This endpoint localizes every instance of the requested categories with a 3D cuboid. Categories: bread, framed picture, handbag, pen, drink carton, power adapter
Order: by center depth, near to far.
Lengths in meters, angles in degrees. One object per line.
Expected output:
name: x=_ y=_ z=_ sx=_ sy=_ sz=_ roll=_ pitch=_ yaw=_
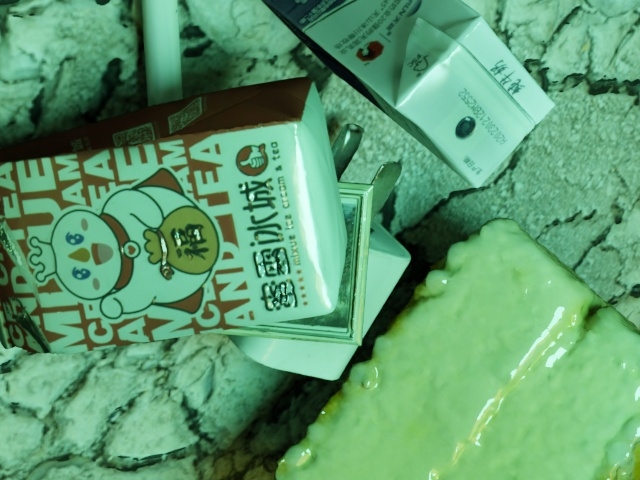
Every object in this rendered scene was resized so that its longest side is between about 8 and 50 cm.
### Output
handbag: x=-0.136 y=-0.019 z=1.323 sx=0.298 sy=0.151 sz=0.171 roll=-8 pitch=108 yaw=8
drink carton: x=0.065 y=-0.154 z=1.349 sx=0.102 sy=0.222 sz=0.134 roll=-45 pitch=137 yaw=1
pen: x=-0.125 y=-0.140 z=1.359 sx=0.033 sy=0.033 sz=0.269 roll=-20 pitch=132 yaw=-24
framed picture: x=-0.052 y=0.015 z=1.408 sx=0.183 sy=0.011 sz=0.142 roll=5 pitch=106 yaw=3
power adapter: x=0.000 y=0.000 z=1.486 sx=0.125 sy=0.130 sz=0.205 roll=16 pitch=110 yaw=-42
bread: x=0.183 y=0.213 z=1.621 sx=0.371 sy=0.279 sz=0.390 roll=-52 pitch=153 yaw=3
